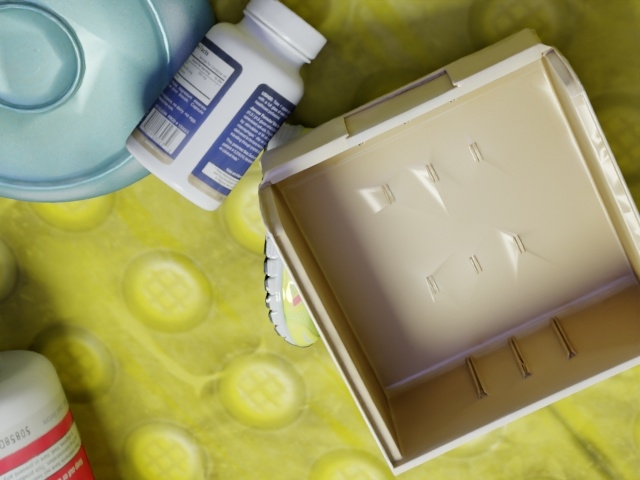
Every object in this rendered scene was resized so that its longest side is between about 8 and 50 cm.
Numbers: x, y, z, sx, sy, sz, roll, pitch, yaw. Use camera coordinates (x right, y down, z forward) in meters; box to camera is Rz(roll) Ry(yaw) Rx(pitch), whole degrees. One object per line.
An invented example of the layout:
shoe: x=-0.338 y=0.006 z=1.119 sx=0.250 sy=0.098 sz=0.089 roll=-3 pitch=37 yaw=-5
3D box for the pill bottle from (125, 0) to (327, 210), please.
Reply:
pill bottle: x=-0.072 y=-0.116 z=1.412 sx=0.094 sy=0.094 sz=0.169 roll=38 pitch=94 yaw=-8

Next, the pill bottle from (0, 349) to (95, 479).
pill bottle: x=-0.288 y=0.323 z=1.581 sx=0.229 sy=0.229 sz=0.407 roll=-14 pitch=101 yaw=18

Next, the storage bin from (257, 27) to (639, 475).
storage bin: x=0.118 y=0.005 z=1.397 sx=0.262 sy=0.123 sz=0.260 roll=-25 pitch=113 yaw=5

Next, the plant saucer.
plant saucer: x=-0.245 y=-0.158 z=1.449 sx=0.318 sy=0.043 sz=0.317 roll=2 pitch=122 yaw=4

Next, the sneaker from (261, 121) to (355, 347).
sneaker: x=0.000 y=0.000 z=1.485 sx=0.094 sy=0.081 sz=0.208 roll=1 pitch=118 yaw=3

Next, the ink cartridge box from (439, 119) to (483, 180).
ink cartridge box: x=0.105 y=-0.081 z=1.451 sx=0.083 sy=0.028 sz=0.048 roll=22 pitch=118 yaw=0
